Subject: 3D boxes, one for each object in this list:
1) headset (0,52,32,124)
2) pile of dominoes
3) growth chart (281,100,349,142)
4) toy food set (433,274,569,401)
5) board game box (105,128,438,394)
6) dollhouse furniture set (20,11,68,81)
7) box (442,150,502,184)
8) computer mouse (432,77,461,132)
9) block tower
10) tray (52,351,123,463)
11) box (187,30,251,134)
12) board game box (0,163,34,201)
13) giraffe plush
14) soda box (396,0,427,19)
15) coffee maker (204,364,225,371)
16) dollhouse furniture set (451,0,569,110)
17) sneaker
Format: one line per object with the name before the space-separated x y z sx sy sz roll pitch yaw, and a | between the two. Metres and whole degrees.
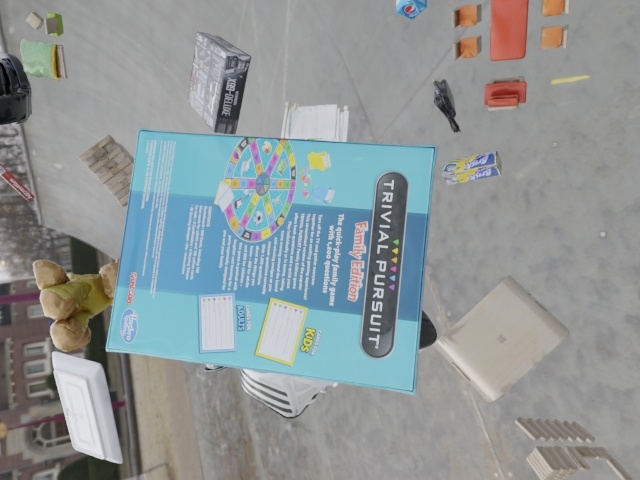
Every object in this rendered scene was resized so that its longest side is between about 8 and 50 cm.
headset | -0.670 -0.267 0.887 0.394 0.244 0.185 -123 42 -54
pile of dominoes | 0.569 0.494 1.070 0.040 0.251 0.196 -64 29 23
growth chart | -0.020 -0.341 1.442 0.237 0.021 0.171 9 83 24
toy food set | 0.508 0.276 1.348 0.219 0.306 0.092 47 -176 16
board game box | -0.052 0.016 0.537 0.079 0.336 0.253 35 -118 -79
dollhouse furniture set | -0.472 -0.337 0.781 0.058 0.076 0.151 -84 2 -61
box | 0.466 -0.221 1.461 0.169 0.059 0.054 -9 55 32
computer mouse | 0.420 -0.502 1.667 0.060 0.184 0.262 -21 44 26
block tower | -0.432 -0.097 1.171 0.335 0.091 0.097 51 175 -11
tray | -0.522 0.378 1.048 0.145 0.030 0.270 7 112 22
box | -0.332 -0.504 1.504 0.307 0.077 0.242 46 129 46
board game box | -1.037 -0.214 1.568 0.281 0.027 0.145 20 149 47
giraffe plush | -0.425 0.102 0.910 0.210 0.171 0.181 3 107 65
soda box | 0.279 -0.797 1.460 0.071 0.067 0.210 -23 60 57
coffee maker | -0.376 0.333 1.627 0.171 0.120 0.178 30 139 65
dollhouse furniture set | 0.457 -0.464 1.158 0.262 0.135 0.259 4 121 24
sneaker | 0.030 0.262 1.078 0.169 0.448 0.257 -113 30 -44
